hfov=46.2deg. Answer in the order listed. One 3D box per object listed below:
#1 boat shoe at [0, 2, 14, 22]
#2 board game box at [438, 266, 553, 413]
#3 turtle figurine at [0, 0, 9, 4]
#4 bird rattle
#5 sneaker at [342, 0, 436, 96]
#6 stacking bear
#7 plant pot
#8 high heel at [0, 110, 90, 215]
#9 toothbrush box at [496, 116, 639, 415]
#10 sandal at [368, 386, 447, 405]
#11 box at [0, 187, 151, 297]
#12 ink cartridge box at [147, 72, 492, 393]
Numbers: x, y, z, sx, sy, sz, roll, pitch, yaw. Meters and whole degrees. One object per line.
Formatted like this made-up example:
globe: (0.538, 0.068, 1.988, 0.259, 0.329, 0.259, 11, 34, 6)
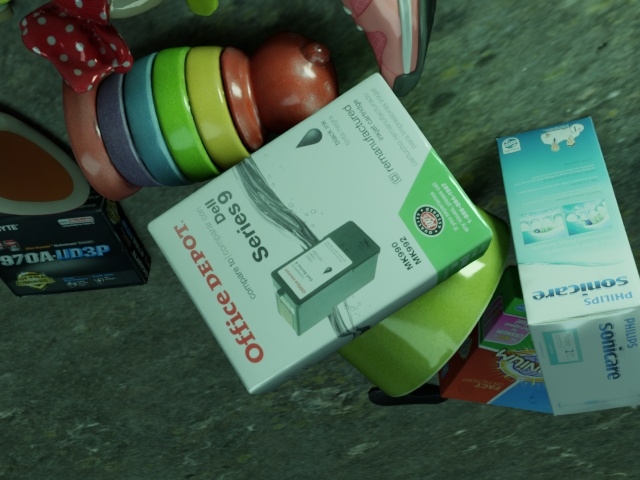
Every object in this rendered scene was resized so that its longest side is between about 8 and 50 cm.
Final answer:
boat shoe: (-0.398, -0.235, 0.832, 0.135, 0.050, 0.045, -20, 129, 24)
board game box: (0.369, 0.181, 1.276, 0.242, 0.064, 0.316, 10, 139, -9)
turtle figurine: (-0.290, -0.301, 0.651, 0.270, 0.087, 0.217, -7, 100, 17)
bird rattle: (-0.198, -0.276, 0.725, 0.254, 0.143, 0.206, -20, 105, 22)
sneaker: (0.038, -0.285, 0.733, 0.136, 0.116, 0.313, 1, 134, 16)
stacking bear: (-0.120, -0.152, 0.846, 0.289, 0.164, 0.175, -13, 137, 10)
plant pot: (0.039, 0.007, 0.967, 0.294, 0.274, 0.275, 33, 133, -7)
high heel: (-0.496, -0.117, 0.967, 0.377, 0.127, 0.181, 23, 166, -31)
toothbrush box: (0.312, 0.032, 0.928, 0.126, 0.295, 0.216, -13, 138, 16)
sandal: (0.164, 0.288, 1.435, 0.179, 0.040, 0.067, 8, 147, -29)
box: (-0.385, 0.006, 1.111, 0.220, 0.051, 0.175, -5, 139, 9)
ink cartridge box: (0.000, 0.000, 0.795, 0.289, 0.211, 0.121, -34, 169, 0)
